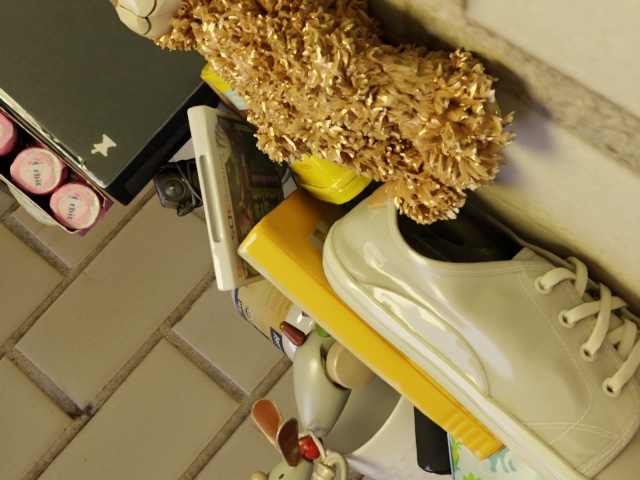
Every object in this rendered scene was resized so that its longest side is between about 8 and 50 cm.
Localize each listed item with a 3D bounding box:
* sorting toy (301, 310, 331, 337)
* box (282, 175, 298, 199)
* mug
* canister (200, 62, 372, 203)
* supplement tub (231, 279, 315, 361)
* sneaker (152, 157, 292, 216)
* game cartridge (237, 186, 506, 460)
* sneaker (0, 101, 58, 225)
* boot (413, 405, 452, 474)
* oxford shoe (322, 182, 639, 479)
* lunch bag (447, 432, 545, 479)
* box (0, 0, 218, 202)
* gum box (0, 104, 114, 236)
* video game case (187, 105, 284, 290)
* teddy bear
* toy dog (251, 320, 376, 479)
[{"bbox_3d":[0.071,0.091,1.055,0.126,0.127,0.365,11,171,-13],"label":"sorting toy"},{"bbox_3d":[-0.112,-0.110,1.125,0.137,0.072,0.126,38,171,20],"label":"box"},{"bbox_3d":[0.232,0.301,1.195,0.328,0.276,0.374,32,145,-18],"label":"mug"},{"bbox_3d":[-0.029,-0.122,0.682,0.170,0.073,0.126,46,172,-21],"label":"canister"},{"bbox_3d":[-0.029,0.146,1.561,0.316,0.228,0.228,33,169,44],"label":"supplement tub"},{"bbox_3d":[-0.144,-0.086,0.983,0.227,0.130,0.087,-6,108,40],"label":"sneaker"},{"bbox_3d":[0.086,0.059,0.775,0.323,0.053,0.285,39,-158,-1],"label":"game cartridge"},{"bbox_3d":[-0.449,-0.140,1.015,0.283,0.110,0.122,41,156,-20],"label":"sneaker"},{"bbox_3d":[0.149,0.212,0.928,0.094,0.207,0.246,-3,-177,31],"label":"boot"},{"bbox_3d":[0.197,0.088,0.571,0.449,0.130,0.169,37,-146,17],"label":"oxford shoe"},{"bbox_3d":[0.255,0.243,0.812,0.090,0.176,0.219,0,169,-43],"label":"lunch bag"},{"bbox_3d":[-0.301,-0.223,0.901,0.293,0.212,0.395,43,172,-9],"label":"box"},{"bbox_3d":[-0.337,-0.082,0.849,0.188,0.062,0.107,42,172,-8],"label":"gum box"},{"bbox_3d":[-0.075,-0.044,0.737,0.190,0.022,0.173,-12,-87,-75],"label":"video game case"},{"bbox_3d":[-0.022,-0.129,0.489,0.338,0.113,0.245,42,170,-12],"label":"teddy bear"},{"bbox_3d":[-0.038,0.265,1.150,0.161,0.334,0.220,26,155,-18],"label":"toy dog"}]
